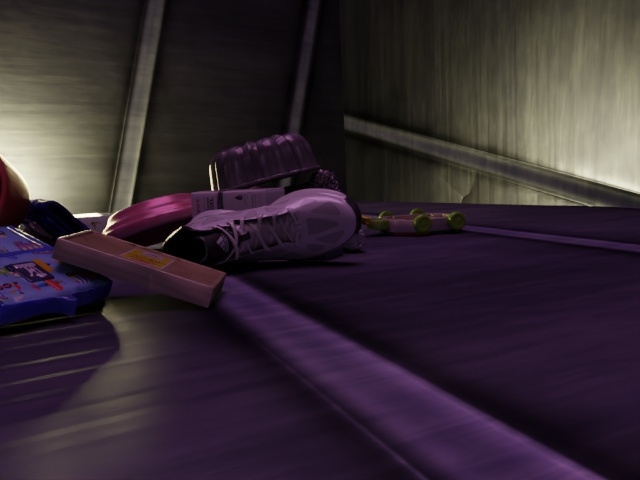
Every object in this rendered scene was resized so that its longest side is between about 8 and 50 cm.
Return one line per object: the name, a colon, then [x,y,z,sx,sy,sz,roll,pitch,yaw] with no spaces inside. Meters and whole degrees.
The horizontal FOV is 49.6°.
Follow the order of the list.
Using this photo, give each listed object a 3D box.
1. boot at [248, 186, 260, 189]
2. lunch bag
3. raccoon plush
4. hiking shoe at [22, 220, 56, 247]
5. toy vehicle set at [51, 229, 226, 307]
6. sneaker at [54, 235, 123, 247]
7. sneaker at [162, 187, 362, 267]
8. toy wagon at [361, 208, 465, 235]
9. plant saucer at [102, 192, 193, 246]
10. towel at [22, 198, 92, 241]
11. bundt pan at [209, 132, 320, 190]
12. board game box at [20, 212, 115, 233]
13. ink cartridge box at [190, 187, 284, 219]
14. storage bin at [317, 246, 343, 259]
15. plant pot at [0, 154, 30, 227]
boot: [-0.129,-0.092,2.258,0.262,0.095,0.203,25,1,-9]
lunch bag: [-0.506,0.077,1.120,0.293,0.138,0.221,14,12,27]
raccoon plush: [-0.081,-0.069,1.918,0.299,0.216,0.446,-12,8,-10]
hiking shoe: [-0.682,0.031,1.640,0.114,0.086,0.227,-47,-7,-17]
toy vehicle set: [-0.303,0.044,1.196,0.267,0.035,0.166,18,5,-1]
sneaker: [-0.559,0.035,1.596,0.235,0.084,0.097,-8,7,-40]
sneaker: [-0.141,0.006,1.534,0.447,0.169,0.257,-9,13,18]
toy wagon: [0.282,-0.057,2.205,0.344,0.068,0.267,-6,6,-20]
plant saucer: [-0.461,-0.055,1.951,0.332,0.084,0.332,-19,-4,-1]
towel: [-0.663,-0.016,1.796,0.227,0.076,0.308,45,-20,-27]
bundt pan: [-0.175,-0.224,1.994,0.331,0.124,0.331,-15,5,1]
board game box: [-0.839,-0.038,2.362,0.303,0.097,0.224,-5,5,-36]
ink cartridge box: [-0.213,-0.047,1.806,0.237,0.172,0.100,0,7,28]
storage bin: [0.000,0.000,1.700,0.091,0.098,0.135,11,11,22]
plant pot: [-0.824,-0.108,1.623,0.275,0.275,0.243,-3,-4,-1]
